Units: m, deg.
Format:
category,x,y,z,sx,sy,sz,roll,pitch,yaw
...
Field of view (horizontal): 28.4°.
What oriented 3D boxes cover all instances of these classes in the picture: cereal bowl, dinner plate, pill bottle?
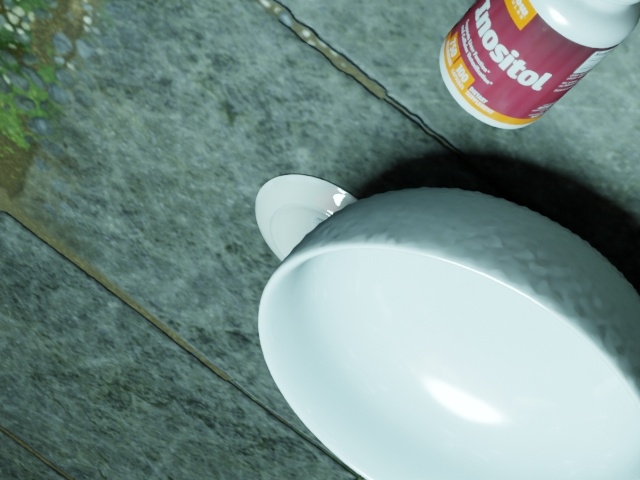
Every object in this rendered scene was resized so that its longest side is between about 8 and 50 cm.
category,x,y,z,sx,sy,sz,roll,pitch,yaw
cereal bowl,0.127,0.084,1.020,0.339,0.141,0.339,21,141,18
dinner plate,0.000,0.000,1.131,0.141,0.017,0.141,20,139,18
pill bottle,0.147,-0.143,0.803,0.086,0.086,0.152,38,143,-4
